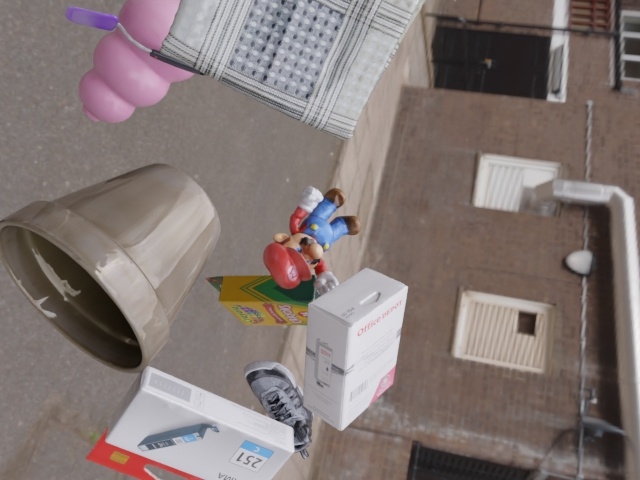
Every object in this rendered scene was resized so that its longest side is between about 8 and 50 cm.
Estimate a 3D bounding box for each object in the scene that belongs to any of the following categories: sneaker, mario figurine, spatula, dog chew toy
[{"bbox_3d":[-0.088,0.400,1.447,0.269,0.101,0.153,57,14,-36],"label":"sneaker"},{"bbox_3d":[0.000,0.000,1.469,0.320,0.198,0.170,-47,166,-44],"label":"mario figurine"},{"bbox_3d":[-0.364,-0.401,1.264,0.084,0.296,0.030,-4,-113,62],"label":"spatula"},{"bbox_3d":[-0.405,-0.396,1.386,0.332,0.206,0.206,-44,171,7],"label":"dog chew toy"}]

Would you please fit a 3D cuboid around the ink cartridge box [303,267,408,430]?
[{"bbox_3d":[0.073,0.228,1.338,0.207,0.117,0.283,-28,132,-43],"label":"ink cartridge box"}]

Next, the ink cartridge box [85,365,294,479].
[{"bbox_3d":[-0.238,0.383,1.106,0.261,0.296,0.066,-54,-160,22],"label":"ink cartridge box"}]

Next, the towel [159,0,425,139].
[{"bbox_3d":[-0.016,-0.337,0.855,0.324,0.312,0.056,-62,-162,15],"label":"towel"}]

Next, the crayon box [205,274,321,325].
[{"bbox_3d":[-0.142,0.169,1.724,0.202,0.318,0.081,60,32,-60],"label":"crayon box"}]

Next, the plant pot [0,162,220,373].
[{"bbox_3d":[-0.330,0.019,1.075,0.280,0.323,0.323,-48,150,-37],"label":"plant pot"}]
